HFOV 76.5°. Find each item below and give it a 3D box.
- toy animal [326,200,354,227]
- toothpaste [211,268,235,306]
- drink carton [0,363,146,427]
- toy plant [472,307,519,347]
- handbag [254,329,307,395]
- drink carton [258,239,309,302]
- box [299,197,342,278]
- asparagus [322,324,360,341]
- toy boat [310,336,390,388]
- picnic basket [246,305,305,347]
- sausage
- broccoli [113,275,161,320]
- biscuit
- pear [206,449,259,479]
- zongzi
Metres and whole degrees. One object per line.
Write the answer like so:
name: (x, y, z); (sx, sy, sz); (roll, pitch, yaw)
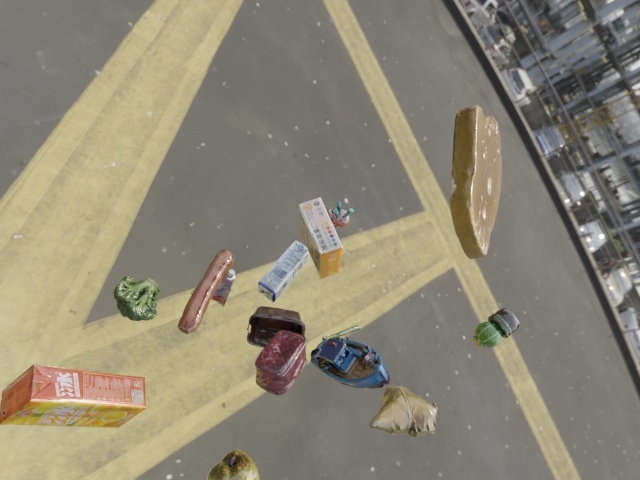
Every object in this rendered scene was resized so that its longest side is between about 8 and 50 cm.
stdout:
toy animal: (0.072, -0.100, 1.579); (0.103, 0.208, 0.100); (-37, 88, -13)
toothpaste: (-0.463, 0.228, 1.952); (0.075, 0.301, 0.048); (11, 50, -21)
drink carton: (-0.453, 0.298, 0.765); (0.223, 0.096, 0.071); (34, 25, -49)
toy plant: (0.614, 0.316, 1.435); (0.092, 0.162, 0.093); (53, -3, 4)
handbag: (-0.144, 0.452, 1.512); (0.225, 0.147, 0.135); (-50, 149, -49)
drink carton: (-0.182, 0.157, 2.094); (0.107, 0.130, 0.315); (35, 62, 11)
box: (0.000, 0.000, 1.510); (0.091, 0.274, 0.220); (-20, 66, -8)
asparagus: (0.055, 0.242, 1.060); (0.127, 0.018, 0.015); (-9, 70, -38)
toy boat: (0.058, 0.255, 0.877); (0.097, 0.223, 0.100); (50, 62, -24)
picnic basket: (-0.229, 0.452, 2.124); (0.297, 0.222, 0.129); (10, 25, -5)
sausage: (-0.494, 0.215, 1.764); (0.094, 0.094, 0.418); (67, 35, -48)
broccoli: (-0.568, 0.176, 1.253); (0.162, 0.138, 0.146); (44, 1, -40)
biscuit: (0.329, -0.146, 0.871); (0.287, 0.057, 0.343); (59, 45, -39)
pear: (-0.272, 0.745, 1.257); (0.167, 0.167, 0.136); (-16, 106, -50)
zongzi: (0.182, 0.448, 1.074); (0.198, 0.194, 0.099); (4, 86, -19)
